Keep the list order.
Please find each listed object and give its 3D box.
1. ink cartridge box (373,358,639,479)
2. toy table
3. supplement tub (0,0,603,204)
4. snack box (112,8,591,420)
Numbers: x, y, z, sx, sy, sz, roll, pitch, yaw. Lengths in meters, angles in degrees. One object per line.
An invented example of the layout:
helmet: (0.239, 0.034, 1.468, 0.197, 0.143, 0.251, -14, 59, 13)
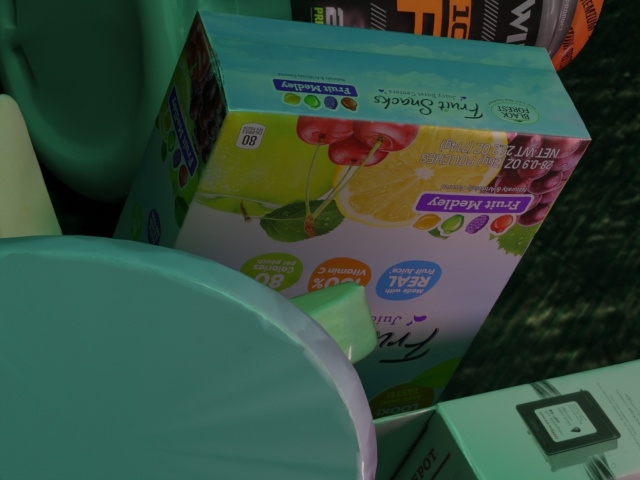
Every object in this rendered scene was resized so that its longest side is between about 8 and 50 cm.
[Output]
ink cartridge box: (0.088, 0.119, 0.825, 0.180, 0.104, 0.060, -9, 54, -33)
toy table: (-0.106, 0.078, 0.660, 0.274, 0.252, 0.161, -4, 12, 10)
supplement tub: (-0.005, -0.139, 0.971, 0.316, 0.193, 0.193, -15, 56, -36)
snack box: (0.000, 0.000, 0.821, 0.174, 0.207, 0.070, 2, 47, -24)
